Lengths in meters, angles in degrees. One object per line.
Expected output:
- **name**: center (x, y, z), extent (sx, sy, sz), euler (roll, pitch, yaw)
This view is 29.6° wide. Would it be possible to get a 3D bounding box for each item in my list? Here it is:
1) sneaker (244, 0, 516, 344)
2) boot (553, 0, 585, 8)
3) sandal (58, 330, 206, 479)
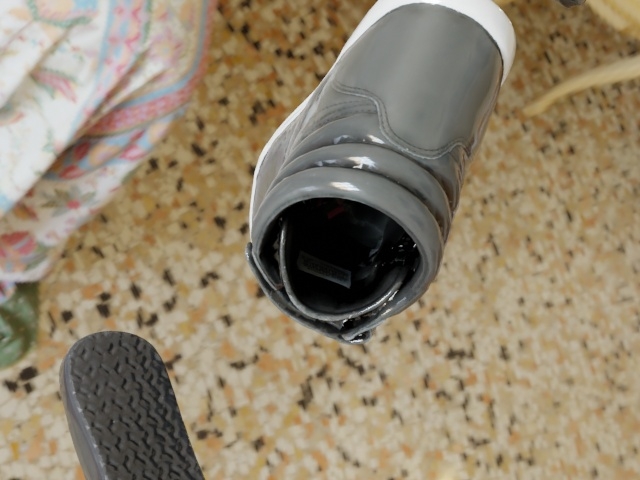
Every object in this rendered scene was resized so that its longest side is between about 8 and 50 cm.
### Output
- **sneaker**: center (0.000, 0.000, 0.655), extent (0.105, 0.296, 0.147), euler (29, 56, -3)
- **boot**: center (0.083, -0.170, 0.673), extent (0.121, 0.099, 0.045), euler (45, 54, -38)
- **sandal**: center (-0.076, 0.124, 0.530), extent (0.067, 0.040, 0.179), euler (2, 53, -32)
